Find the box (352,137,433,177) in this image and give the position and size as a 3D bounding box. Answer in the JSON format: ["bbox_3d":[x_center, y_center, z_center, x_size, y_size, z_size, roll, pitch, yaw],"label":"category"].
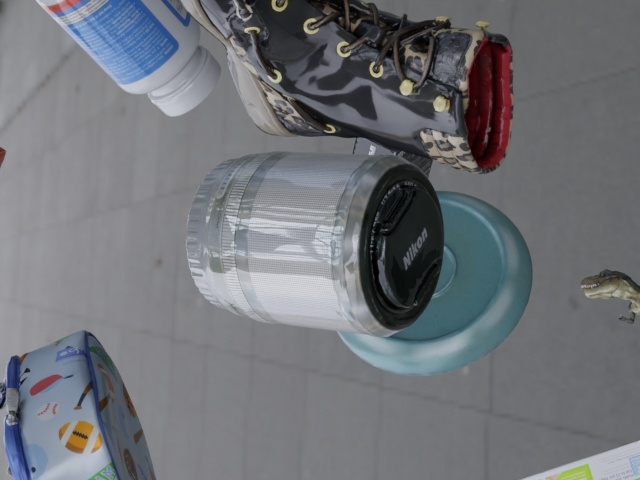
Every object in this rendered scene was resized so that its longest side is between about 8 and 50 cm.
[{"bbox_3d":[0.122,-0.140,2.268,0.180,0.077,0.147,-41,-28,-45],"label":"box"}]

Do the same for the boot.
[{"bbox_3d":[0.028,-0.206,1.313,0.138,0.284,0.377,-59,-29,-26],"label":"boot"}]

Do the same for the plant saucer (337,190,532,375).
[{"bbox_3d":[0.158,0.051,2.049,0.044,0.317,0.318,63,-163,-57],"label":"plant saucer"}]

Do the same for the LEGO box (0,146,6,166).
[{"bbox_3d":[-0.695,-0.120,1.598,0.193,0.500,0.372,-61,-10,26],"label":"LEGO box"}]

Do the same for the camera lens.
[{"bbox_3d":[0.000,0.000,1.689,0.274,0.219,0.219,5,91,33],"label":"camera lens"}]

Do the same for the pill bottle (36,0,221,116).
[{"bbox_3d":[-0.219,-0.250,1.590,0.124,0.221,0.124,-28,35,22],"label":"pill bottle"}]

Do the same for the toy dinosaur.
[{"bbox_3d":[0.459,0.125,1.758,0.064,0.268,0.118,-50,17,40],"label":"toy dinosaur"}]

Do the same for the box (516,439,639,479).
[{"bbox_3d":[0.365,0.338,1.759,0.203,0.103,0.114,-26,69,29],"label":"box"}]

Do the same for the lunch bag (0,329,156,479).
[{"bbox_3d":[-0.217,0.248,1.301,0.243,0.115,0.303,-116,7,-63],"label":"lunch bag"}]
